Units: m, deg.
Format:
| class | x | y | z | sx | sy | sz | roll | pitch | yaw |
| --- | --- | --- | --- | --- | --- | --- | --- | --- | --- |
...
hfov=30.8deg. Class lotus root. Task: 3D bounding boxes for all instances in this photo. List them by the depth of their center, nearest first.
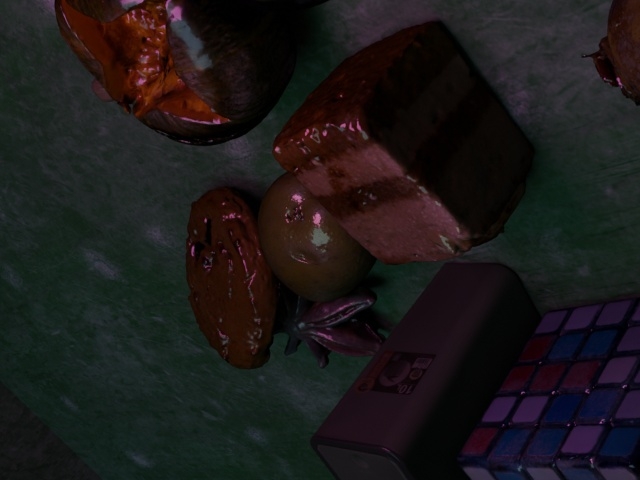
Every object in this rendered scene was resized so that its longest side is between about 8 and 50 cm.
| class | x | y | z | sx | sy | sz | roll | pitch | yaw |
| --- | --- | --- | --- | --- | --- | --- | --- | --- | --- |
| lotus root | 0.339 | -0.197 | 1.059 | 0.154 | 0.154 | 0.278 | 39 | 151 | -3 |

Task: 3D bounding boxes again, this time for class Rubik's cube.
| class | x | y | z | sx | sy | sz | roll | pitch | yaw |
| --- | --- | --- | --- | --- | --- | --- | --- | --- | --- |
| Rubik's cube | 0.403 | 0.266 | 1.461 | 0.293 | 0.287 | 0.292 | 49 | 147 | -17 |

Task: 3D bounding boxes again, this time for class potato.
| class | x | y | z | sx | sy | sz | roll | pitch | yaw |
| --- | --- | --- | --- | --- | --- | --- | --- | --- | --- |
| potato | 0.000 | 0.000 | 1.645 | 0.174 | 0.159 | 0.251 | 51 | 164 | 25 |

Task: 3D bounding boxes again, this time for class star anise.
| class | x | y | z | sx | sy | sz | roll | pitch | yaw |
| --- | --- | --- | --- | --- | --- | --- | --- | --- | --- |
| star anise | -0.004 | 0.105 | 1.835 | 0.257 | 0.110 | 0.198 | 17 | 128 | 18 |

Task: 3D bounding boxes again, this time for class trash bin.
| class | x | y | z | sx | sy | sz | roll | pitch | yaw |
| --- | --- | --- | --- | --- | --- | --- | --- | --- | --- |
| trash bin | 0.167 | 0.217 | 1.579 | 0.158 | 0.343 | 0.223 | -2 | 133 | 43 |

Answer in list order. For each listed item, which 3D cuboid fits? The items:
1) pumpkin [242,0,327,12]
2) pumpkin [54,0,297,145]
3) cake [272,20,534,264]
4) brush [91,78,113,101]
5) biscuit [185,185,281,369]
| class | x | y | z | sx | sy | sz | roll | pitch | yaw |
| --- | --- | --- | --- | --- | --- | --- | --- | --- | --- |
| pumpkin | -0.012 | -0.367 | 1.095 | 0.295 | 0.296 | 0.296 | 25 | 146 | 18 |
| pumpkin | -0.179 | -0.268 | 1.438 | 0.320 | 0.192 | 0.320 | 23 | 146 | 17 |
| cake | 0.114 | -0.085 | 1.389 | 0.293 | 0.199 | 0.196 | 48 | 144 | -19 |
| brush | -0.227 | -0.222 | 1.700 | 0.299 | 0.039 | 0.042 | 6 | 140 | 35 |
| biscuit | -0.149 | 0.061 | 1.815 | 0.296 | 0.075 | 0.296 | 30 | 124 | 57 |
